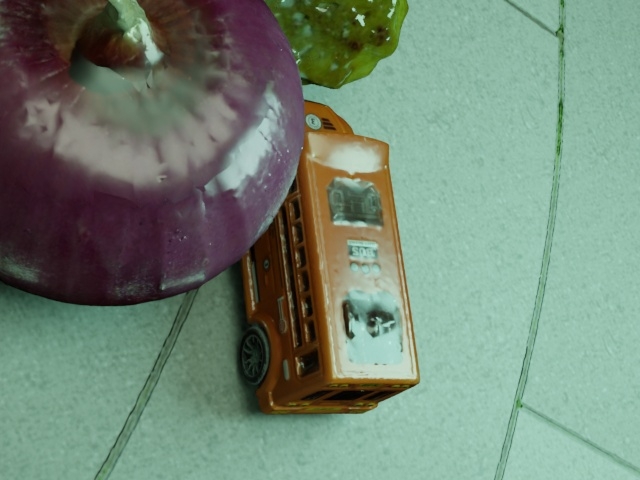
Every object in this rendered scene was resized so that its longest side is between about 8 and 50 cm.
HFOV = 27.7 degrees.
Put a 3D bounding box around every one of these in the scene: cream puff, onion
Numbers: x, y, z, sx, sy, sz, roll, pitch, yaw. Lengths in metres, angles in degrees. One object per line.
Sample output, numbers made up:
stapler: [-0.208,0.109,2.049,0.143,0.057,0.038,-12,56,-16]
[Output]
cream puff: [-0.040,-0.286,1.344,0.281,0.282,0.185,19,28,-25]
onion: [-0.178,-0.114,1.125,0.358,0.345,0.358,-3,97,-28]

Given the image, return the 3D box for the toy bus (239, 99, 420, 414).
toy bus: [0.000,0.000,1.286,0.143,0.153,0.329,5,68,-32]
